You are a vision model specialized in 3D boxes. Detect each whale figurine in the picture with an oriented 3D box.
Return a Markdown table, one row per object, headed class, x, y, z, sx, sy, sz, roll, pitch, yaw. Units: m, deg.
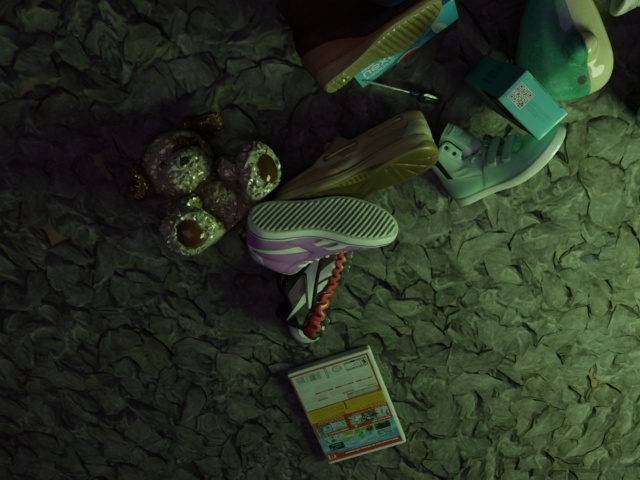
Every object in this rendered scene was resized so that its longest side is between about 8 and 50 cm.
| class | x | y | z | sx | sy | sz | roll | pitch | yaw |
| --- | --- | --- | --- | --- | --- | --- | --- | --- | --- |
| whale figurine | 0.385 | -0.355 | 0.979 | 0.141 | 0.216 | 0.272 | -24 | 130 | 18 |

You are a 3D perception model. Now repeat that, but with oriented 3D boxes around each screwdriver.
| class | x | y | z | sx | sy | sz | roll | pitch | yaw |
| --- | --- | --- | --- | --- | --- | --- | --- | --- | --- |
| screwdriver | 0.155 | -0.280 | 1.083 | 0.169 | 0.024 | 0.025 | 11 | 132 | -27 |

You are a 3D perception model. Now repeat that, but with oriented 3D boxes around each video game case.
| class | x | y | z | sx | sy | sz | roll | pitch | yaw |
| --- | --- | --- | --- | --- | --- | --- | --- | --- | --- |
| video game case | 0.065 | 0.396 | 1.393 | 0.204 | 0.025 | 0.285 | -19 | 111 | 8 |

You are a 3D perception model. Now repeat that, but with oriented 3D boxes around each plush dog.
| class | x | y | z | sx | sy | sz | roll | pitch | yaw |
| --- | --- | --- | --- | --- | --- | --- | --- | --- | --- |
| plush dog | -0.235 | -0.116 | 1.122 | 0.262 | 0.210 | 0.225 | -43 | 93 | -13 |

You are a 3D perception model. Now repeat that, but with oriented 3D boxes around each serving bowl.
| class | x | y | z | sx | sy | sz | roll | pitch | yaw |
| --- | --- | --- | --- | --- | --- | --- | --- | --- | --- |
| serving bowl | -0.031 | 0.197 | 1.309 | 0.083 | 0.027 | 0.083 | 0 | 113 | -1 |

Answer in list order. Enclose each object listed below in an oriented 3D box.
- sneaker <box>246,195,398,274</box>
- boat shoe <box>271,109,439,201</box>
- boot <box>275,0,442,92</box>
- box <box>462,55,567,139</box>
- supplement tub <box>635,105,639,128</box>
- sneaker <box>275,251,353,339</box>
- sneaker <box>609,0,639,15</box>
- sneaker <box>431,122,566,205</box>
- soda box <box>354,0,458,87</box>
| class | x | y | z | sx | sy | sz | roll | pitch | yaw |
| --- | --- | --- | --- | --- | --- | --- | --- | --- | --- |
| sneaker | 0.000 | -0.001 | 1.126 | 0.282 | 0.102 | 0.161 | 3 | 142 | -5 |
| boat shoe | 0.055 | -0.140 | 1.129 | 0.341 | 0.110 | 0.121 | -21 | 155 | 16 |
| boot | 0.055 | -0.394 | 0.981 | 0.248 | 0.090 | 0.207 | -30 | 74 | 18 |
| box | 0.324 | -0.251 | 1.001 | 0.100 | 0.244 | 0.060 | 40 | 107 | -14 |
| supplement tub | 0.711 | -0.320 | 0.992 | 0.207 | 0.207 | 0.338 | 15 | 112 | -6 |
| sneaker | -0.017 | 0.070 | 1.217 | 0.135 | 0.098 | 0.276 | 20 | 107 | -1 |
| sneaker | 0.467 | -0.513 | 0.961 | 0.152 | 0.114 | 0.305 | -40 | 107 | 14 |
| sneaker | 0.305 | -0.169 | 1.073 | 0.151 | 0.094 | 0.256 | 43 | 137 | -15 |
| soda box | 0.136 | -0.369 | 1.035 | 0.210 | 0.071 | 0.067 | -33 | 72 | 14 |
